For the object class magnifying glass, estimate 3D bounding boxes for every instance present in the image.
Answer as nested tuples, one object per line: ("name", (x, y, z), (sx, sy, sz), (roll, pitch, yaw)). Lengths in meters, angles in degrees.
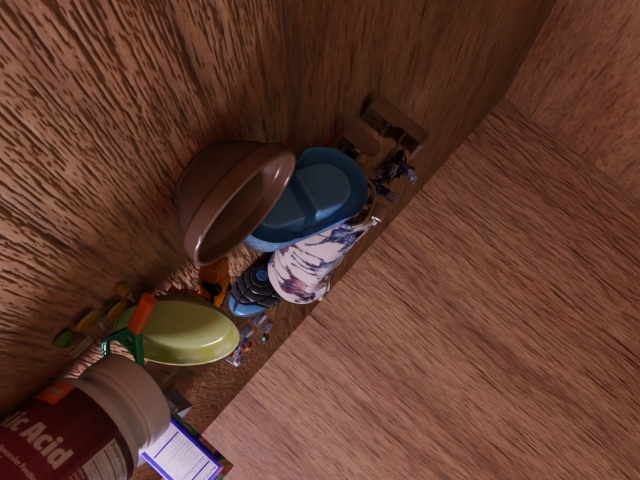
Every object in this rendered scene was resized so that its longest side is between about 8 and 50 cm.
("magnifying glass", (-0.349, 0.177, 1.346), (0.026, 0.092, 0.231), (-42, 168, -49))

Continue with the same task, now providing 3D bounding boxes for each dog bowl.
("dog bowl", (-0.048, -0.075, 1.413), (0.297, 0.166, 0.074), (-22, 163, -29))

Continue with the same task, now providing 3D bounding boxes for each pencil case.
("pencil case", (0.000, 0.000, 1.680), (0.160, 0.183, 0.410), (-48, 173, -34))

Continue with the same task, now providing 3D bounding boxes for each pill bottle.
("pill bottle", (-0.460, 0.381, 1.255), (0.392, 0.224, 0.224), (-40, 167, -45))

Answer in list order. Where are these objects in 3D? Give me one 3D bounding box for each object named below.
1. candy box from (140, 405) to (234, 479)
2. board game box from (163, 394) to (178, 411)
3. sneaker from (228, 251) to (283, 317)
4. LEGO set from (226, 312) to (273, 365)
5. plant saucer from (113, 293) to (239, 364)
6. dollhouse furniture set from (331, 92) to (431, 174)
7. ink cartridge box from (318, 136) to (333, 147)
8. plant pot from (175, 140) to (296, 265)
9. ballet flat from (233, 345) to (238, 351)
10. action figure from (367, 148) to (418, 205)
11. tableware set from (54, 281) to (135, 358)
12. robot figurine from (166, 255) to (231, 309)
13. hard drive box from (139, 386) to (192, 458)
("candy box", (-0.378, 0.504, 1.821), (0.122, 0.317, 0.268), (-47, 170, -14))
("board game box", (-0.457, 0.468, 2.010), (0.090, 0.090, 0.020), (-42, 168, -33))
("sneaker", (-0.119, 0.098, 2.008), (0.341, 0.125, 0.140), (-42, 173, -25))
("LEGO set", (-0.241, 0.318, 2.404), (0.182, 0.060, 0.244), (-49, -163, -4))
("plant saucer", (-0.277, 0.170, 1.413), (0.241, 0.240, 0.037), (120, -24, -47))
("dollhouse furniture set", (0.120, -0.197, 1.732), (0.242, 0.161, 0.212), (-52, 180, -11))
("ink cartridge box", (-0.049, -0.119, 1.693), (0.232, 0.066, 0.189), (-35, 163, -41))
("plant pot", (-0.156, -0.082, 1.179), (0.237, 0.109, 0.237), (-48, 171, -10))
("ballet flat", (-0.293, 0.317, 2.261), (0.070, 0.070, 0.188), (-51, 174, 9))
("action figure", (0.238, -0.199, 2.432), (0.275, 0.141, 0.164), (-36, 162, -43))
("tableware set", (-0.386, 0.133, 1.244), (0.154, 0.024, 0.104), (-45, 166, -17))
("robot figurine", (-0.264, 0.137, 1.565), (0.211, 0.085, 0.291), (-57, 175, -29))
("hard drive box", (-0.505, 0.557, 2.139), (0.232, 0.089, 0.181), (-50, 170, 2))
